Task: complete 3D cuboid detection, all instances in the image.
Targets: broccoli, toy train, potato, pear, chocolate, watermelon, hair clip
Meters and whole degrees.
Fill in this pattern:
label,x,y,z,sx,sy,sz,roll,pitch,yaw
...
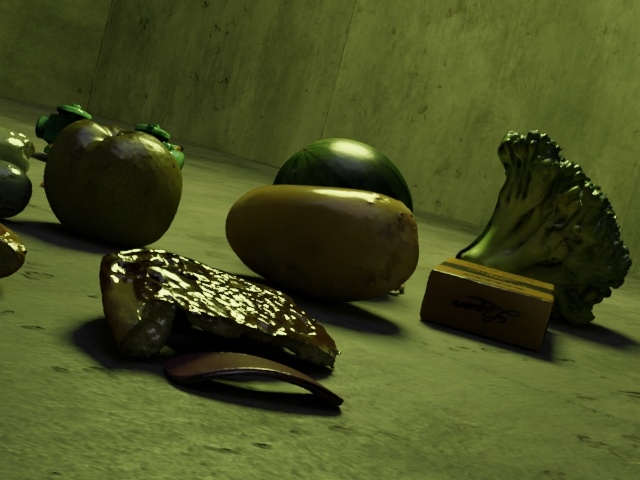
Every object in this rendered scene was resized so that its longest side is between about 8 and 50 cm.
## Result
label,x,y,z,sx,sy,sz,roll,pitch,yaw
broccoli,0.321,-0.003,1.736,0.288,0.246,0.248,49,-18,8
toy train,-0.390,-0.171,2.206,0.286,0.116,0.177,14,-6,4
potato,0.000,0.000,1.361,0.234,0.146,0.150,3,-42,15
pear,-0.246,-0.069,1.409,0.167,0.136,0.167,11,10,-2
chocolate,-0.402,-0.064,1.321,0.072,0.072,0.167,20,6,43
watermelon,0.034,-0.032,1.567,0.214,0.188,0.188,57,-5,-15
hair clip,-0.047,0.101,0.871,0.137,0.022,0.054,12,3,-20

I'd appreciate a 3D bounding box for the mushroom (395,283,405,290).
label,x,y,z,sx,sy,sz,roll,pitch,yaw
mushroom,0.107,0.051,1.701,0.026,0.028,0.286,-28,2,6

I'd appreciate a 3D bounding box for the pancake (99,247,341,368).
label,x,y,z,sx,sy,sz,roll,pitch,yaw
pancake,-0.110,0.054,1.002,0.257,0.056,0.212,19,9,-45

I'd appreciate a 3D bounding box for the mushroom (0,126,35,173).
label,x,y,z,sx,sy,sz,roll,pitch,yaw
mushroom,-0.475,-0.108,1.493,0.099,0.096,0.278,-33,-18,27

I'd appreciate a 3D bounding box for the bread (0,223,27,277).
label,x,y,z,sx,sy,sz,roll,pitch,yaw
bread,-0.325,-0.005,1.037,0.154,0.054,0.136,20,7,-1

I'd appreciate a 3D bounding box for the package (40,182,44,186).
label,x,y,z,sx,sy,sz,roll,pitch,yaw
package,-0.365,-0.088,1.791,0.077,0.033,0.111,27,16,23

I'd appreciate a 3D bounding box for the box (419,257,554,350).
label,x,y,z,sx,sy,sz,roll,pitch,yaw
box,0.219,0.077,1.501,0.152,0.070,0.237,16,4,11
